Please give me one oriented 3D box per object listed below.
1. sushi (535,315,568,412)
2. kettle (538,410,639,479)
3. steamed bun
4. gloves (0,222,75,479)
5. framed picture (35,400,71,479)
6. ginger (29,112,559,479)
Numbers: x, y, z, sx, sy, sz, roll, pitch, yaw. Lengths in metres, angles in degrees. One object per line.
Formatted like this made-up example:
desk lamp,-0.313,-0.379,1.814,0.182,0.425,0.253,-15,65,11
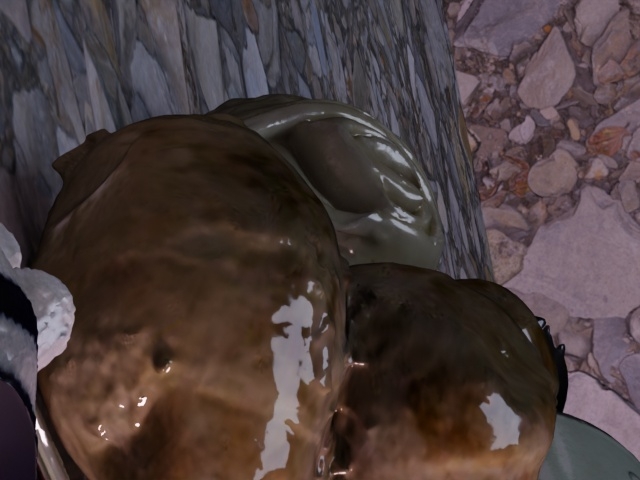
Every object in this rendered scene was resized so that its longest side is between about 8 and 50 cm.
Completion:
sushi,0.102,0.180,1.376,0.218,0.239,0.225,-115,-172,-45
kettle,0.156,0.318,1.065,0.361,0.250,0.376,49,15,-22
steamed bun,0.001,0.002,1.125,0.211,0.144,0.218,60,33,-5
gloves,-0.155,0.021,0.604,0.218,0.131,0.140,45,-16,48
framed picture,-0.139,0.138,0.776,0.216,0.016,0.273,-84,159,-58
ginger,0.003,0.069,0.906,0.304,0.155,0.244,26,30,-26
